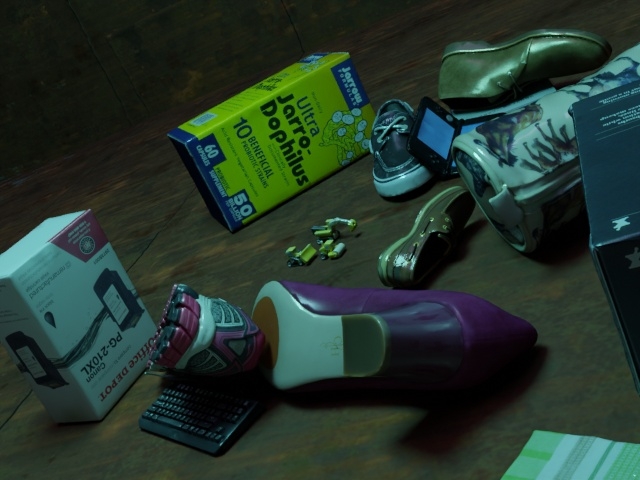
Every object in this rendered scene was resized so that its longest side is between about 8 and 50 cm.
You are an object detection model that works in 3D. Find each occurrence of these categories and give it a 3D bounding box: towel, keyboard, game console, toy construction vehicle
[{"bbox_3d":[0.198,0.189,0.578,0.113,0.023,0.152,-39,22,-34],"label":"towel"},{"bbox_3d":[-0.137,0.195,0.946,0.180,0.023,0.108,1,34,48],"label":"keyboard"},{"bbox_3d":[0.217,-0.175,1.269,0.085,0.124,0.144,-41,20,45],"label":"game console"},{"bbox_3d":[0.000,0.000,1.217,0.098,0.035,0.086,-7,28,41],"label":"toy construction vehicle"}]

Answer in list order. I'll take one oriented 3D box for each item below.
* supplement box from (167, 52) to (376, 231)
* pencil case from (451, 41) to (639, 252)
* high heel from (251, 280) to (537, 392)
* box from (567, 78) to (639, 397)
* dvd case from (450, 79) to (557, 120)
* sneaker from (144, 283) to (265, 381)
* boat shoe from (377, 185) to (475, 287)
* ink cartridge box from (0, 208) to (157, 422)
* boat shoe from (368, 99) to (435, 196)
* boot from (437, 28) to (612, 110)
[{"bbox_3d":[-0.087,-0.202,1.563,0.356,0.194,0.195,-31,21,-12],"label":"supplement box"},{"bbox_3d":[0.356,-0.136,0.949,0.410,0.160,0.183,-28,7,-5],"label":"pencil case"},{"bbox_3d":[0.053,0.109,0.878,0.181,0.127,0.377,2,0,-26],"label":"high heel"},{"bbox_3d":[0.402,-0.042,0.650,0.343,0.179,0.312,-17,22,23],"label":"box"},{"bbox_3d":[0.323,-0.251,1.433,0.179,0.030,0.239,-21,23,14],"label":"dvd case"},{"bbox_3d":[-0.150,0.126,0.996,0.299,0.112,0.121,171,118,-77],"label":"sneaker"},{"bbox_3d":[0.149,-0.002,1.020,0.178,0.064,0.060,-45,32,-25],"label":"boat shoe"},{"bbox_3d":[-0.339,0.105,1.092,0.100,0.237,0.172,-10,27,31],"label":"ink cartridge box"},{"bbox_3d":[0.131,-0.169,1.362,0.108,0.102,0.301,-20,22,17],"label":"boat shoe"},{"bbox_3d":[0.338,-0.280,1.355,0.305,0.112,0.115,0,64,40],"label":"boot"}]
